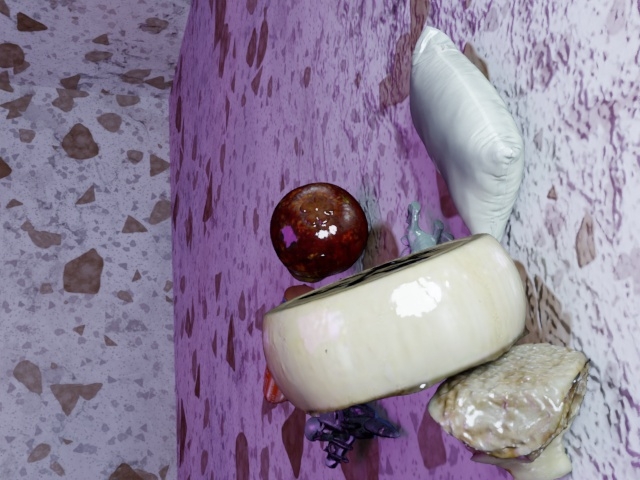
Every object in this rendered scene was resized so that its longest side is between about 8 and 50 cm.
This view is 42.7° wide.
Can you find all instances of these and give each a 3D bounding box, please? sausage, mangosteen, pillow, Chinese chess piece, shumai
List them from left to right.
[{"bbox_3d":[-0.056,0.203,1.477,0.074,0.074,0.274,-111,28,-51],"label":"sausage"},{"bbox_3d":[0.006,0.002,1.242,0.146,0.156,0.181,33,152,41],"label":"mangosteen"},{"bbox_3d":[0.070,0.078,0.794,0.104,0.257,0.257,70,160,1],"label":"Chinese chess piece"},{"bbox_3d":[0.153,-0.111,0.883,0.254,0.078,0.144,-107,15,-47],"label":"pillow"},{"bbox_3d":[0.178,0.160,0.721,0.145,0.146,0.116,-163,53,-71],"label":"shumai"}]

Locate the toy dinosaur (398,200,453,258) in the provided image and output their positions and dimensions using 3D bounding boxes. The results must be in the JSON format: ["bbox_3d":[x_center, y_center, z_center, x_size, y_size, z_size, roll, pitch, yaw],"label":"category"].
[{"bbox_3d":[0.134,0.033,0.972,0.209,0.039,0.082,-109,29,-45],"label":"toy dinosaur"}]

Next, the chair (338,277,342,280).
[{"bbox_3d":[0.025,0.106,1.310,0.086,0.042,0.037,-55,9,-21],"label":"chair"}]

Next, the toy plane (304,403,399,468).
[{"bbox_3d":[0.040,0.253,1.163,0.246,0.078,0.169,180,93,-72],"label":"toy plane"}]
